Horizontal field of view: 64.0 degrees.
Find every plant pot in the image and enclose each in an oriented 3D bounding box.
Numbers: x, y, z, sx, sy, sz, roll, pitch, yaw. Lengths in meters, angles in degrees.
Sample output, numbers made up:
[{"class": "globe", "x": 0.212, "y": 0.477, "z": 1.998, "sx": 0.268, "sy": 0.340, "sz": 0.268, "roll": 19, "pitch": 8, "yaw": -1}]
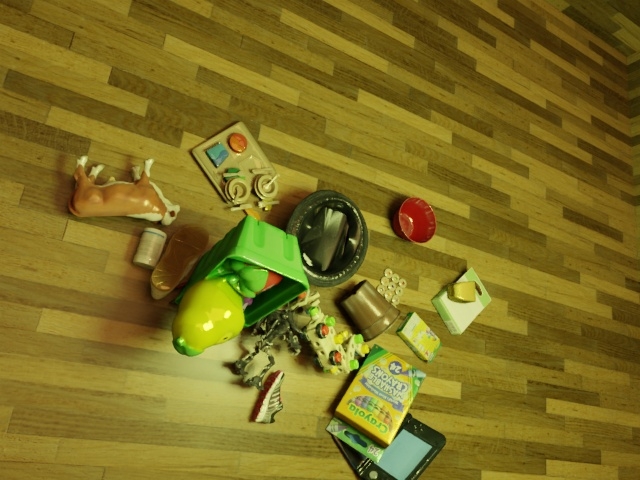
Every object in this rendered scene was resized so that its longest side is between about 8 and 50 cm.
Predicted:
[{"class": "plant pot", "x": 0.164, "y": 0.235, "z": 1.776, "sx": 0.167, "sy": 0.167, "sz": 0.165, "roll": -40, "pitch": 92, "yaw": -31}, {"class": "plant pot", "x": 0.540, "y": 0.199, "z": 1.980, "sx": 0.083, "sy": 0.081, "sz": 0.082, "roll": 5, "pitch": 76, "yaw": -18}]

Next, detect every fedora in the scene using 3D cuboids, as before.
[{"class": "fedora", "x": 0.000, "y": 0.000, "z": 1.729, "sx": 0.333, "sy": 0.152, "sz": 0.335, "roll": 5, "pitch": 79, "yaw": -27}]

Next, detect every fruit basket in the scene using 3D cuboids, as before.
[{"class": "fruit basket", "x": -0.239, "y": 0.159, "z": 1.380, "sx": 0.282, "sy": 0.392, "sz": 0.393, "roll": 26, "pitch": 67, "yaw": -27}]

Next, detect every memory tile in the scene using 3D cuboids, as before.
[{"class": "memory tile", "x": 0.262, "y": 0.188, "z": 1.921, "sx": 0.113, "sy": 0.012, "sz": 0.148, "roll": 35, "pitch": 64, "yaw": -19}]

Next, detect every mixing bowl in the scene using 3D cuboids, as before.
[{"class": "mixing bowl", "x": 0.348, "y": -0.067, "z": 1.978, "sx": 0.181, "sy": 0.098, "sz": 0.182, "roll": 7, "pitch": 75, "yaw": -28}]

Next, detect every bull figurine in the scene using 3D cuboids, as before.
[{"class": "bull figurine", "x": -0.555, "y": -0.137, "z": 1.473, "sx": 0.310, "sy": 0.101, "sz": 0.189, "roll": -1, "pitch": 75, "yaw": -32}]

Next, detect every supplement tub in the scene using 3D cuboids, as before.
[{"class": "supplement tub", "x": -0.494, "y": 0.023, "z": 1.486, "sx": 0.070, "sy": 0.071, "sz": 0.107, "roll": 23, "pitch": 68, "yaw": -24}]

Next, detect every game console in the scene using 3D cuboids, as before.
[{"class": "game console", "x": 0.233, "y": 0.657, "z": 1.711, "sx": 0.293, "sy": 0.250, "sz": 0.174, "roll": -36, "pitch": 124, "yaw": -31}]

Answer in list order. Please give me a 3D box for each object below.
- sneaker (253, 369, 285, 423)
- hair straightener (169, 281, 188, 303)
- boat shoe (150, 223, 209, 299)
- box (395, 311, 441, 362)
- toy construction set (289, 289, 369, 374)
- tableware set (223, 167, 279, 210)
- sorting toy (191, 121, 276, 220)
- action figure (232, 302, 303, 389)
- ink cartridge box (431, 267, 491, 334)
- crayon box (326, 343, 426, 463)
[{"class": "sneaker", "x": -0.144, "y": 0.489, "z": 1.589, "sx": 0.074, "sy": 0.063, "sz": 0.171, "roll": 31, "pitch": 70, "yaw": -20}, {"class": "hair straightener", "x": -0.352, "y": 0.156, "z": 1.561, "sx": 0.230, "sy": 0.047, "sz": 0.089, "roll": -15, "pitch": 87, "yaw": -36}, {"class": "boat shoe", "x": -0.423, "y": 0.060, "z": 1.510, "sx": 0.098, "sy": 0.096, "sz": 0.277, "roll": 34, "pitch": 43, "yaw": -6}, {"class": "box", "x": 0.375, "y": 0.368, "z": 1.928, "sx": 0.179, "sy": 0.043, "sz": 0.105, "roll": 47, "pitch": 60, "yaw": -10}, {"class": "toy construction set", "x": 0.027, "y": 0.300, "z": 1.661, "sx": 0.328, "sy": 0.151, "sz": 0.215, "roll": 53, "pitch": 33, "yaw": -8}, {"class": "tableware set", "x": -0.217, "y": -0.171, "z": 1.673, "sx": 0.194, "sy": 0.039, "sz": 0.129, "roll": -13, "pitch": 91, "yaw": -35}, {"class": "sorting toy", "x": -0.252, "y": -0.224, "z": 1.700, "sx": 0.229, "sy": 0.041, "sz": 0.307, "roll": -39, "pitch": 99, "yaw": -31}, {"class": "action figure", "x": -0.148, "y": 0.305, "z": 1.567, "sx": 0.164, "sy": 0.141, "sz": 0.276, "roll": 33, "pitch": 86, "yaw": 17}, {"class": "ink cartridge box", "x": 0.569, "y": 0.242, "z": 2.061, "sx": 0.235, "sy": 0.056, "sz": 0.171, "roll": -37, "pitch": 98, "yaw": -33}, {"class": "crayon box", "x": 0.187, "y": 0.535, "z": 1.704, "sx": 0.203, "sy": 0.083, "sz": 0.323, "roll": 29, "pitch": 61, "yaw": 13}]
